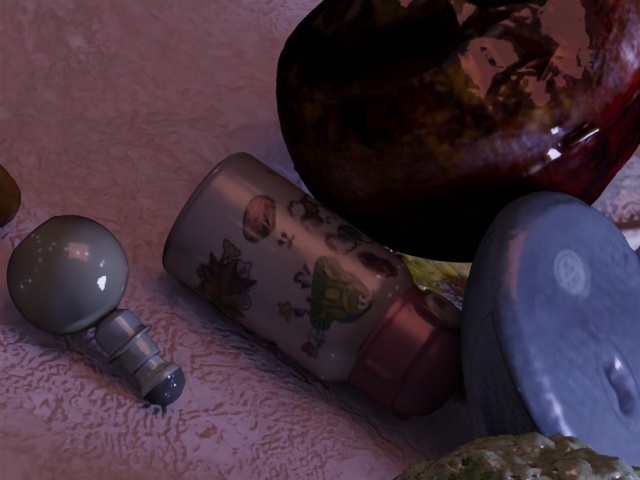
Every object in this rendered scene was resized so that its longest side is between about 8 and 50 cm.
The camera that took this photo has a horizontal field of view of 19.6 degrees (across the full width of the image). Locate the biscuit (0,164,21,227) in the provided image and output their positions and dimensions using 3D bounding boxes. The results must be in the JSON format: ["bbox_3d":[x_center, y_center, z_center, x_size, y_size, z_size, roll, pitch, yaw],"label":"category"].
[{"bbox_3d":[-0.387,-0.049,1.380,0.237,0.062,0.291,38,35,16],"label":"biscuit"}]

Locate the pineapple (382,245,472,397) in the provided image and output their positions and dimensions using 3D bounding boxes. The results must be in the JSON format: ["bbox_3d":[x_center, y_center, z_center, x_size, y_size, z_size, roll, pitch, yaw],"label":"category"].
[{"bbox_3d":[0.127,0.061,1.596,0.221,0.047,0.221,20,31,-13],"label":"pineapple"}]

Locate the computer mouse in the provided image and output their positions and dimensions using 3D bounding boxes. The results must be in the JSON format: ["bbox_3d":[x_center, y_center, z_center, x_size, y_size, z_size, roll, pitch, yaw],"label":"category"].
[{"bbox_3d":[0.205,0.144,1.423,0.188,0.122,0.371,-28,95,-41],"label":"computer mouse"}]

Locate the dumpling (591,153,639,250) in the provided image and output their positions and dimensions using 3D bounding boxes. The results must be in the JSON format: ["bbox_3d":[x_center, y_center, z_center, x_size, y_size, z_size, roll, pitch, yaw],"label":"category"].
[{"bbox_3d":[0.216,-0.025,1.664,0.166,0.126,0.216,-15,42,-30],"label":"dumpling"}]

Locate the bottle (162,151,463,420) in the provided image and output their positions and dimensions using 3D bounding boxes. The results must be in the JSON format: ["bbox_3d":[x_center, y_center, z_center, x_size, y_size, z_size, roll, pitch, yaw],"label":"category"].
[{"bbox_3d":[0.006,0.042,1.470,0.253,0.120,0.120,33,35,9],"label":"bottle"}]

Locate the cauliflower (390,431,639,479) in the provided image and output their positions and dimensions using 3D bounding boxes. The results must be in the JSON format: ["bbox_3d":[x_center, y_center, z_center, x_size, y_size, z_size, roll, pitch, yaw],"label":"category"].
[{"bbox_3d":[0.140,0.259,1.213,0.275,0.272,0.250,18,65,11],"label":"cauliflower"}]

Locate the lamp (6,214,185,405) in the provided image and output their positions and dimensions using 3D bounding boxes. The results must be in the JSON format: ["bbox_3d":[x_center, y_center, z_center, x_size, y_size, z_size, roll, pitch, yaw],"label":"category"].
[{"bbox_3d":[-0.162,0.058,1.384,0.163,0.091,0.091,50,38,4],"label":"lamp"}]

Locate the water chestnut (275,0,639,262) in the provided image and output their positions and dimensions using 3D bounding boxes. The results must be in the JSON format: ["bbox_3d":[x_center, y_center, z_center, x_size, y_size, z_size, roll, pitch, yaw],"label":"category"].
[{"bbox_3d":[0.114,-0.155,1.530,0.302,0.350,0.350,60,26,-25],"label":"water chestnut"}]
